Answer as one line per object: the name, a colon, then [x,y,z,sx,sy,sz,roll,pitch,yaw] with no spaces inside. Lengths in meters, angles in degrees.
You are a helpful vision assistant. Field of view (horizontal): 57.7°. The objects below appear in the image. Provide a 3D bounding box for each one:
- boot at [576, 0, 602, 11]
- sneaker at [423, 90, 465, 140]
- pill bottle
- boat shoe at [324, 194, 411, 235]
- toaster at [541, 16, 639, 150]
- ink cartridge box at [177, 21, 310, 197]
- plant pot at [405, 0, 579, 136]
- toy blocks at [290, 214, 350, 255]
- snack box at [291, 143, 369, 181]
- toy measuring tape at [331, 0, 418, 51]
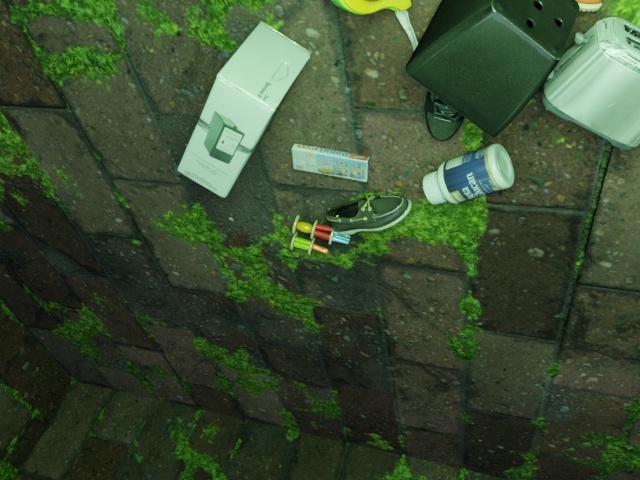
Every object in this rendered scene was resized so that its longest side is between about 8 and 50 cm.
boot: [0.369,-0.407,0.869,0.158,0.059,0.084,27,137,-5]
sneaker: [0.232,-0.252,1.060,0.087,0.130,0.227,19,144,6]
pill bottle: [0.301,-0.129,1.198,0.170,0.094,0.094,-18,127,39]
boat shoe: [0.107,-0.067,1.374,0.228,0.081,0.069,-15,133,41]
toaster: [0.488,-0.251,0.941,0.227,0.129,0.146,27,140,-5]
ink cartridge box: [-0.157,-0.258,1.169,0.122,0.211,0.289,31,140,-9]
plant pot: [0.276,-0.307,0.887,0.188,0.187,0.167,34,155,-11]
toy blocks: [0.000,0.000,1.528,0.148,0.054,0.123,17,141,6]
snack box: [0.023,-0.178,1.330,0.179,0.022,0.064,12,140,12]
toy measuring tape: [0.089,-0.383,0.973,0.122,0.121,0.330,-5,135,30]
